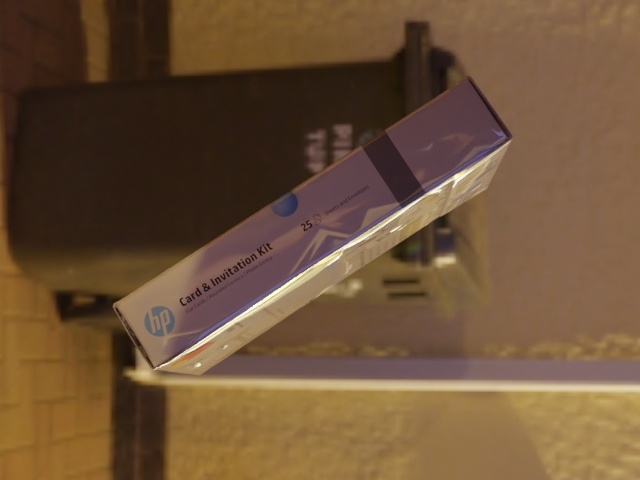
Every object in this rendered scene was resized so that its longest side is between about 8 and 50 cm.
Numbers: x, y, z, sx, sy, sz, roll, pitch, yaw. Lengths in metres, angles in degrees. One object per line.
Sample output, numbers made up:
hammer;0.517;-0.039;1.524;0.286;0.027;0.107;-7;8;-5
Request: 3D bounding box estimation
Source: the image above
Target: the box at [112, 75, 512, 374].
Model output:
box;0.000;0.000;0.662;0.038;0.186;0.145;56;-1;7
